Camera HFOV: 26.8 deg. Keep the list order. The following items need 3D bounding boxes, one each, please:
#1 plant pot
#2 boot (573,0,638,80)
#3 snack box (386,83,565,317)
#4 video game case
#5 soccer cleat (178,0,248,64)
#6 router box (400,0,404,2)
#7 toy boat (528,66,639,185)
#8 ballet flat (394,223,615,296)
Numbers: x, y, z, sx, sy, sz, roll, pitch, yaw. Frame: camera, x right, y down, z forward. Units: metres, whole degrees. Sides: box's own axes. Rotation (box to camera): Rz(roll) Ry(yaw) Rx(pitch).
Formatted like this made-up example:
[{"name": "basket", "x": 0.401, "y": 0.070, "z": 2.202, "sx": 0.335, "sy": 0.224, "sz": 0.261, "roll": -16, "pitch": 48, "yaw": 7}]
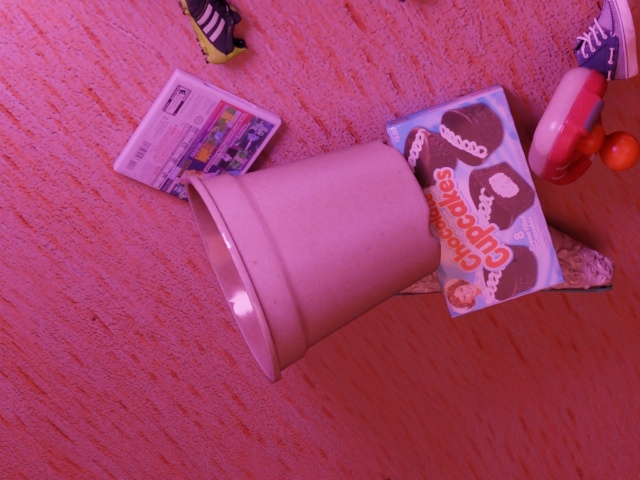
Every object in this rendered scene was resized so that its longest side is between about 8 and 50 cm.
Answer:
[{"name": "plant pot", "x": 0.000, "y": 0.000, "z": 2.019, "sx": 0.305, "sy": 0.334, "sz": 0.334, "roll": -23, "pitch": 131, "yaw": -10}, {"name": "boot", "x": 0.412, "y": -0.295, "z": 1.962, "sx": 0.086, "sy": 0.069, "sz": 0.190, "roll": -14, "pitch": 141, "yaw": 9}, {"name": "snack box", "x": 0.239, "y": -0.059, "z": 2.072, "sx": 0.187, "sy": 0.060, "sz": 0.322, "roll": -19, "pitch": 104, "yaw": 8}, {"name": "video game case", "x": -0.188, "y": -0.148, "z": 2.046, "sx": 0.183, "sy": 0.023, "sz": 0.201, "roll": 24, "pitch": 122, "yaw": -25}, {"name": "soccer cleat", "x": -0.156, "y": -0.324, "z": 1.883, "sx": 0.072, "sy": 0.060, "sz": 0.179, "roll": -24, "pitch": 136, "yaw": 0}, {"name": "router box", "x": 0.098, "y": -0.399, "z": 1.862, "sx": 0.122, "sy": 0.038, "sz": 0.092, "roll": 29, "pitch": 121, "yaw": -28}, {"name": "toy boat", "x": 0.402, "y": -0.151, "z": 1.992, "sx": 0.151, "sy": 0.231, "sz": 0.151, "roll": 27, "pitch": 83, "yaw": 10}, {"name": "ballet flat", "x": 0.291, "y": 0.021, "z": 2.191, "sx": 0.409, "sy": 0.147, "sz": 0.147, "roll": -2, "pitch": 130, "yaw": -7}]
